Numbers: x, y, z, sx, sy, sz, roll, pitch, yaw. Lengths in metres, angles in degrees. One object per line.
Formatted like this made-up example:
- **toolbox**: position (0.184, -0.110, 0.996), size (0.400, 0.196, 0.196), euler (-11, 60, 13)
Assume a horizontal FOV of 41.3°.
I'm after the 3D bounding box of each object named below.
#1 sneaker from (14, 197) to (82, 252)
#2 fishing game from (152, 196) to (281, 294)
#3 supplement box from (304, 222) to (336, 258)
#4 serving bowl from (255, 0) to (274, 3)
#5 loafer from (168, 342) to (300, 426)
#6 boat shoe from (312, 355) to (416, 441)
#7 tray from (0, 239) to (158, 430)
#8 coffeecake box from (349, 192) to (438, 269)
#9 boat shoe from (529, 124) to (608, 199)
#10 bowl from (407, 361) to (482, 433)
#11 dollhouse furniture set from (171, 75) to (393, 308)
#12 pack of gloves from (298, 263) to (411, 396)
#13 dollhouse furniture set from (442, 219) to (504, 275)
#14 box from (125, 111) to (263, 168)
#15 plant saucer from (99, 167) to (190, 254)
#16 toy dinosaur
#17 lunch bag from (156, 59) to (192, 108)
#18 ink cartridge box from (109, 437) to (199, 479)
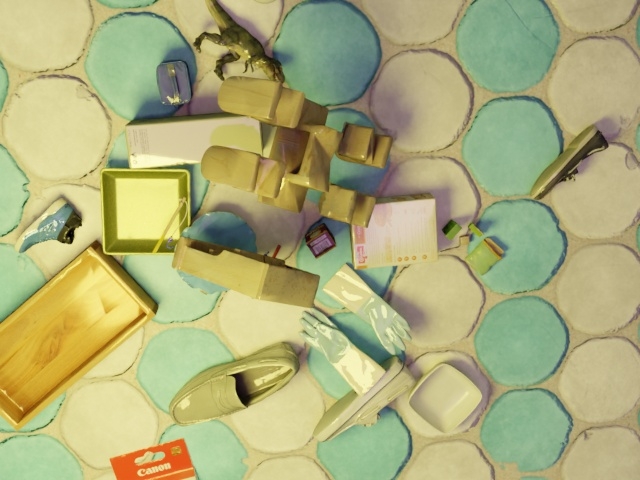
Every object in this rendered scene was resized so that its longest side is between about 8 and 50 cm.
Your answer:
- **sneaker**: position (-0.576, -0.009, 1.810), size (0.152, 0.058, 0.084), euler (-45, 94, 0)
- **fishing game**: position (-0.226, 0.026, 1.834), size (0.264, 0.041, 0.189), euler (23, 97, -27)
- **supplement box**: position (0.000, 0.000, 1.840), size (0.055, 0.083, 0.043), euler (-33, 103, 4)
- **serving bowl**: position (-0.115, -0.526, 1.731), size (0.083, 0.027, 0.083), euler (-1, 105, -3)
- **loafer**: position (-0.195, 0.329, 1.893), size (0.319, 0.111, 0.112), euler (-29, 104, 3)
- **boat shoe**: position (0.102, 0.381, 1.941), size (0.267, 0.096, 0.088), euler (-42, 98, -2)
- **tray**: position (-0.577, 0.209, 1.858), size (0.411, 0.076, 0.203), euler (-39, 103, 7)
- **coffeecake box**: position (0.157, -0.021, 1.854), size (0.185, 0.068, 0.142), euler (-5, 104, -3)
- **boat shoe**: position (0.543, -0.156, 1.846), size (0.065, 0.075, 0.206), euler (42, 93, -9)
- **bowl**: position (0.284, 0.357, 1.965), size (0.142, 0.053, 0.142), euler (41, 99, -12)
- **dollhouse furniture set**: position (-0.103, -0.093, 1.687), size (0.362, 0.256, 0.394), euler (15, 90, -50)
- **pack of gloves**: position (0.078, 0.200, 1.906), size (0.232, 0.046, 0.195), euler (44, 99, 9)
- **dollhouse furniture set**: position (0.341, 0.015, 1.881), size (0.151, 0.058, 0.076), euler (41, 98, -12)
- **box**: position (-0.257, -0.211, 1.757), size (0.275, 0.113, 0.094), euler (-4, 105, -2)
- **plant saucer**: position (-0.371, -0.065, 1.818), size (0.188, 0.045, 0.188), euler (0, 104, -4)
- **toy dinosaur**: position (-0.190, -0.404, 1.742), size (0.118, 0.064, 0.268), euler (-41, 101, 0)
- **lunch bag**: position (-0.302, -0.322, 1.749), size (0.067, 0.065, 0.098), euler (-9, 104, -2)
- **ink cartridge box**: position (-0.374, 0.598, 1.978), size (0.189, 0.066, 0.232), euler (-16, 109, 0)
